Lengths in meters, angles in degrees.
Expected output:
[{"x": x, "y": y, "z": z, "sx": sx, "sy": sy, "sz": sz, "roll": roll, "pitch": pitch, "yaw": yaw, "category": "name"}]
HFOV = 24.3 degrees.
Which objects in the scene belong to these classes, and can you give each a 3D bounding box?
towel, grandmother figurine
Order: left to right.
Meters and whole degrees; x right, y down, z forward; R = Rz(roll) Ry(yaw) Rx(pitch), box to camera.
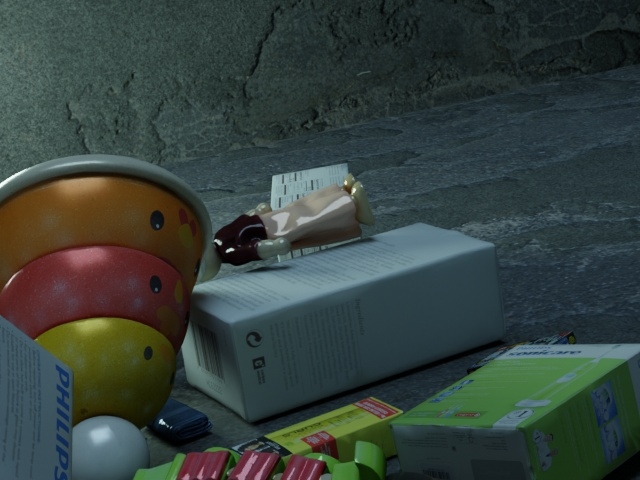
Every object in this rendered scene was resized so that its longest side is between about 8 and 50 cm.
[{"x": -0.212, "y": 0.259, "z": 2.127, "sx": 0.067, "sy": 0.029, "sz": 0.119, "roll": -18, "pitch": 19, "yaw": -32, "category": "towel"}, {"x": -0.089, "y": -0.006, "z": 2.355, "sx": 0.342, "sy": 0.104, "sz": 0.208, "roll": -20, "pitch": 9, "yaw": -6, "category": "grandmother figurine"}]

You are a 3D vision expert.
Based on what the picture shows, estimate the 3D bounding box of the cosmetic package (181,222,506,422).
[{"x": 0.031, "y": 0.114, "z": 2.270, "sx": 0.453, "sy": 0.162, "sz": 0.230, "roll": -16, "pitch": 16, "yaw": -24, "category": "cosmetic package"}]

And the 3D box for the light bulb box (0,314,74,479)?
[{"x": -0.514, "y": 0.207, "z": 1.627, "sx": 0.357, "sy": 0.361, "sz": 0.225, "roll": -19, "pitch": 52, "yaw": 18, "category": "light bulb box"}]

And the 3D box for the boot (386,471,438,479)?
[{"x": 0.166, "y": 0.330, "z": 1.633, "sx": 0.115, "sy": 0.112, "sz": 0.305, "roll": 19, "pitch": -6, "yaw": -34, "category": "boot"}]

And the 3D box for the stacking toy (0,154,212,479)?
[{"x": -0.298, "y": 0.156, "z": 2.018, "sx": 0.350, "sy": 0.351, "sz": 0.480, "roll": -9, "pitch": 54, "yaw": -4, "category": "stacking toy"}]

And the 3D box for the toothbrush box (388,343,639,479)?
[{"x": 0.256, "y": 0.225, "z": 1.805, "sx": 0.206, "sy": 0.122, "sz": 0.283, "roll": -5, "pitch": 14, "yaw": 44, "category": "toothbrush box"}]

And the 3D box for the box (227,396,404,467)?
[{"x": -0.004, "y": 0.272, "z": 1.925, "sx": 0.232, "sy": 0.058, "sz": 0.087, "roll": -16, "pitch": 17, "yaw": -27, "category": "box"}]

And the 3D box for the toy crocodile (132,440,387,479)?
[{"x": -0.080, "y": 0.293, "z": 1.753, "sx": 0.340, "sy": 0.105, "sz": 0.115, "roll": -2, "pitch": 35, "yaw": 24, "category": "toy crocodile"}]

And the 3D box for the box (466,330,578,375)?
[{"x": 0.289, "y": 0.168, "z": 2.129, "sx": 0.137, "sy": 0.027, "sz": 0.094, "roll": -19, "pitch": 4, "yaw": 44, "category": "box"}]

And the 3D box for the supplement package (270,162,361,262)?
[{"x": 0.000, "y": 0.000, "z": 2.606, "sx": 0.145, "sy": 0.204, "sz": 0.262, "roll": -9, "pitch": 16, "yaw": 2, "category": "supplement package"}]
